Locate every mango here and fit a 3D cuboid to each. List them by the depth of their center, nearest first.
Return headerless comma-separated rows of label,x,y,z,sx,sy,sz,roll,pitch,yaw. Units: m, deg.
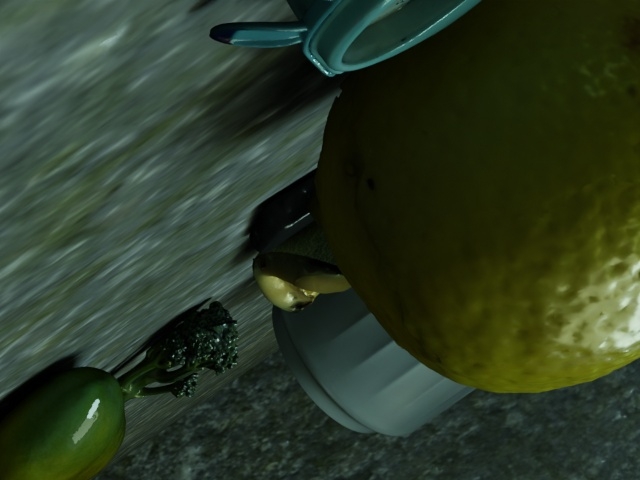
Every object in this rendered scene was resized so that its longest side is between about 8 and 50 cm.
mango,-0.240,0.177,1.169,0.137,0.091,0.237,-38,171,-17

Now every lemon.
lemon,0.122,-0.043,0.693,0.253,0.228,0.228,-38,174,6

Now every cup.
cup,0.130,0.022,1.452,0.327,0.237,0.323,-38,-156,25

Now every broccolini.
broccolini,-0.205,0.180,1.445,0.078,0.074,0.392,-20,165,-42

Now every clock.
clock,0.028,-0.108,0.509,0.147,0.045,0.108,-29,172,-36

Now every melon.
melon,0.000,0.000,1.168,0.128,0.079,0.160,-56,-171,-24

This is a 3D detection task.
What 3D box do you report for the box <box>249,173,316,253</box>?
box,0.000,-0.038,1.062,0.126,0.027,0.125,-34,177,-15
